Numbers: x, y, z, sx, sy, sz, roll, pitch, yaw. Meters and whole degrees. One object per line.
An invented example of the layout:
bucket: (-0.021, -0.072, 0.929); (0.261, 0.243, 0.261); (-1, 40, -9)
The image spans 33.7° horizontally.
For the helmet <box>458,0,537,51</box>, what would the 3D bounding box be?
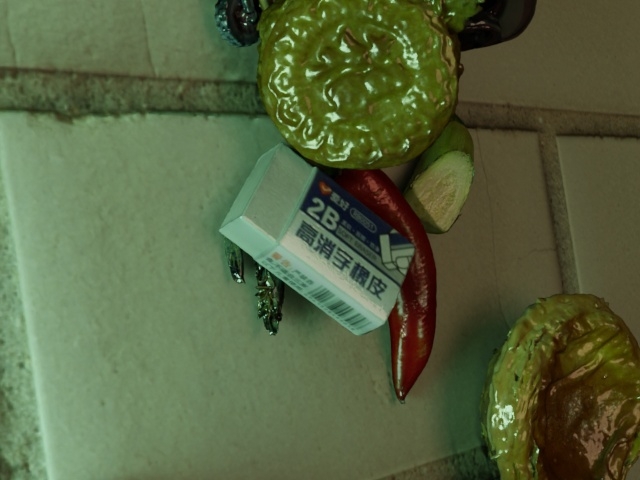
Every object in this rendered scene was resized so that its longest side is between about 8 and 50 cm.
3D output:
helmet: (0.113, -0.360, 1.346); (0.338, 0.197, 0.271); (14, 65, -51)

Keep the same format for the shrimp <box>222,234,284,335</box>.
shrimp: (-0.074, 0.030, 1.207); (0.091, 0.034, 0.161); (8, 70, -34)

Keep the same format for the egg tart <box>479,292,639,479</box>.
egg tart: (0.328, 0.236, 1.491); (0.352, 0.150, 0.352); (4, 85, -41)

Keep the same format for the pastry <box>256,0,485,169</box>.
pastry: (0.041, -0.202, 1.201); (0.132, 0.240, 0.235); (-69, 175, -80)

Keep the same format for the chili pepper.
chili pepper: (0.077, 0.017, 1.322); (0.137, 0.092, 0.368); (-35, 104, -27)

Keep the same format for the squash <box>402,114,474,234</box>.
squash: (0.173, -0.111, 1.448); (0.090, 0.075, 0.200); (26, 60, -11)

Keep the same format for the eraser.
eraser: (0.000, 0.000, 1.207); (0.210, 0.068, 0.124); (38, 55, -18)

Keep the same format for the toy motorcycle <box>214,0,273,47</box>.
toy motorcycle: (-0.095, -0.343, 1.209); (0.130, 0.094, 0.229); (-40, 121, -47)
